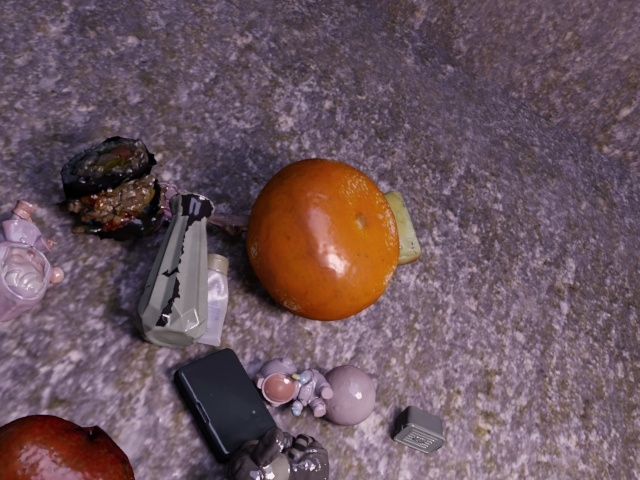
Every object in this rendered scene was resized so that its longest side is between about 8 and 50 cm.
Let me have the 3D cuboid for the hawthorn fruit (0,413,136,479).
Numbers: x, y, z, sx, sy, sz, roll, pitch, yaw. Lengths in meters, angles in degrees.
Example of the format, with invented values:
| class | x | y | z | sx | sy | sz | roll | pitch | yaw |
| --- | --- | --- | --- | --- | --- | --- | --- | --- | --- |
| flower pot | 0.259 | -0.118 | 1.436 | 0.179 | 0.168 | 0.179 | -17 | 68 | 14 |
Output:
| class | x | y | z | sx | sy | sz | roll | pitch | yaw |
| --- | --- | --- | --- | --- | --- | --- | --- | --- | --- |
| hawthorn fruit | -0.478 | 0.439 | 1.094 | 0.311 | 0.295 | 0.295 | -32 | 74 | -18 |

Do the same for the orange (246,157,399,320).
| class | x | y | z | sx | sy | sz | roll | pitch | yaw |
| --- | --- | --- | --- | --- | --- | --- | --- | --- | --- |
| orange | 0.000 | 0.000 | 1.662 | 0.424 | 0.326 | 0.424 | 21 | 55 | -32 |

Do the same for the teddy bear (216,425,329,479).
| class | x | y | z | sx | sy | sz | roll | pitch | yaw |
| --- | --- | --- | --- | --- | --- | --- | --- | --- | --- |
| teddy bear | -0.092 | 0.454 | 1.337 | 0.251 | 0.171 | 0.144 | 23 | 14 | -31 |

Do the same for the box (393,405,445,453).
| class | x | y | z | sx | sy | sz | roll | pitch | yaw |
| --- | --- | --- | --- | --- | --- | --- | --- | --- | --- |
| box | 0.248 | 0.472 | 1.621 | 0.122 | 0.084 | 0.069 | 26 | 39 | -13 |

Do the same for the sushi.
| class | x | y | z | sx | sy | sz | roll | pitch | yaw |
| --- | --- | --- | --- | --- | --- | --- | --- | --- | --- |
| sushi | -0.490 | -0.115 | 1.558 | 0.225 | 0.239 | 0.218 | -66 | 144 | -52 |

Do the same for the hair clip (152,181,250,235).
| class | x | y | z | sx | sy | sz | roll | pitch | yaw |
| --- | --- | --- | --- | --- | --- | --- | --- | --- | --- |
| hair clip | -0.324 | -0.060 | 1.705 | 0.300 | 0.069 | 0.173 | 13 | 48 | -9 |

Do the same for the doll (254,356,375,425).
| class | x | y | z | sx | sy | sz | roll | pitch | yaw |
| --- | --- | --- | --- | --- | --- | --- | --- | --- | --- |
| doll | -0.017 | 0.348 | 1.529 | 0.287 | 0.151 | 0.151 | 15 | 49 | -12 |

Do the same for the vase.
| class | x | y | z | sx | sy | sz | roll | pitch | yaw |
| --- | --- | --- | --- | --- | --- | --- | --- | --- | --- |
| vase | -0.328 | 0.064 | 1.515 | 0.165 | 0.165 | 0.360 | 15 | 56 | -20 |

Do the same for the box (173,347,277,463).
| class | x | y | z | sx | sy | sz | roll | pitch | yaw |
| --- | --- | --- | --- | --- | --- | --- | --- | --- | --- |
| box | -0.212 | 0.364 | 1.451 | 0.160 | 0.050 | 0.230 | -19 | 67 | -39 |

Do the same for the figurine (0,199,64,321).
| class | x | y | z | sx | sy | sz | roll | pitch | yaw |
| --- | --- | --- | --- | --- | --- | --- | --- | --- | --- |
| figurine | -0.654 | 0.042 | 1.388 | 0.200 | 0.133 | 0.276 | 35 | 32 | -44 |

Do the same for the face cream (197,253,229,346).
| class | x | y | z | sx | sy | sz | roll | pitch | yaw |
| --- | --- | --- | --- | --- | --- | --- | --- | --- | --- |
| face cream | -0.282 | 0.145 | 1.587 | 0.114 | 0.070 | 0.224 | 17 | 61 | -14 |

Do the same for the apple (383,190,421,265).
| class | x | y | z | sx | sy | sz | roll | pitch | yaw |
| --- | --- | --- | --- | --- | --- | --- | --- | --- | --- |
| apple | 0.179 | -0.024 | 1.949 | 0.193 | 0.120 | 0.265 | -2 | 53 | -16 |
